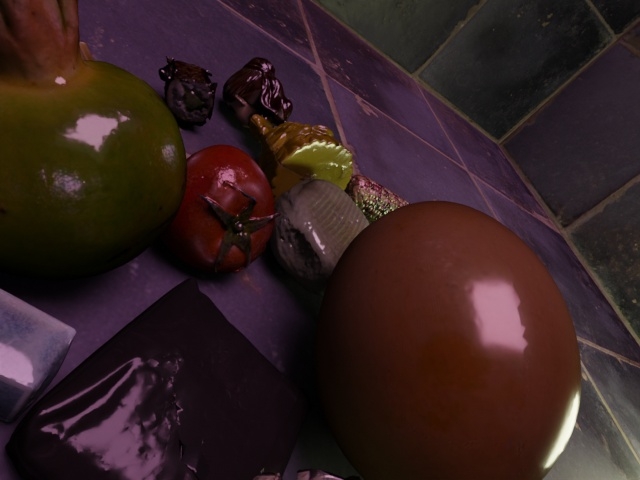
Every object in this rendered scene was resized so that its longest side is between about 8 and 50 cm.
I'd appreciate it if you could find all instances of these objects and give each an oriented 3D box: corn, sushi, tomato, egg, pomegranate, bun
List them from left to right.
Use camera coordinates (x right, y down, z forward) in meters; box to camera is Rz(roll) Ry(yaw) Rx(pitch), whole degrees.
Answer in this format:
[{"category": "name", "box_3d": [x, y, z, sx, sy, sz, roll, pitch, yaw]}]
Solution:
[{"category": "pomegranate", "box_3d": [-0.242, -0.108, 0.424, 0.235, 0.302, 0.236, 8, 39, -7]}, {"category": "sushi", "box_3d": [-0.233, -0.257, 0.802, 0.098, 0.094, 0.084, 12, 38, -19]}, {"category": "tomato", "box_3d": [-0.140, -0.046, 0.617, 0.167, 0.167, 0.167, 30, 34, -23]}, {"category": "bun", "box_3d": [-0.001, 0.001, 0.760, 0.221, 0.108, 0.221, 37, 34, -30]}, {"category": "corn", "box_3d": [0.150, -0.071, 1.045, 0.253, 0.086, 0.086, 24, 37, -32]}, {"category": "egg", "box_3d": [0.144, 0.121, 0.564, 0.301, 0.301, 0.374, 25, 57, -30]}]

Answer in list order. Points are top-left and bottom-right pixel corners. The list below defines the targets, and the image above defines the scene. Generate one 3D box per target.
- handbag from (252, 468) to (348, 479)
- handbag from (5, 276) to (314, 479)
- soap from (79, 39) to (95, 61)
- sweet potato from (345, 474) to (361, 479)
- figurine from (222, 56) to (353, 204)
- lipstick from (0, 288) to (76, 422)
[{"category": "handbag", "box_3d": [-0.017, 0.355, 0.241, 0.237, 0.160, 0.358, 60, 27, -18]}, {"category": "handbag", "box_3d": [-0.121, 0.170, 0.442, 0.223, 0.080, 0.247, 44, 32, -3]}, {"category": "soap", "box_3d": [-0.343, -0.201, 0.657, 0.092, 0.037, 0.252, -5, 58, -51]}, {"category": "sweet potato", "box_3d": [0.096, 0.368, 0.478, 0.078, 0.058, 0.255, -41, 73, -15]}, {"category": "figurine", "box_3d": [-0.094, -0.213, 0.892, 0.187, 0.168, 0.315, -8, 49, -41]}, {"category": "lipstick", "box_3d": [-0.337, 0.037, 0.343, 0.289, 0.077, 0.076, 36, 31, -17]}]
